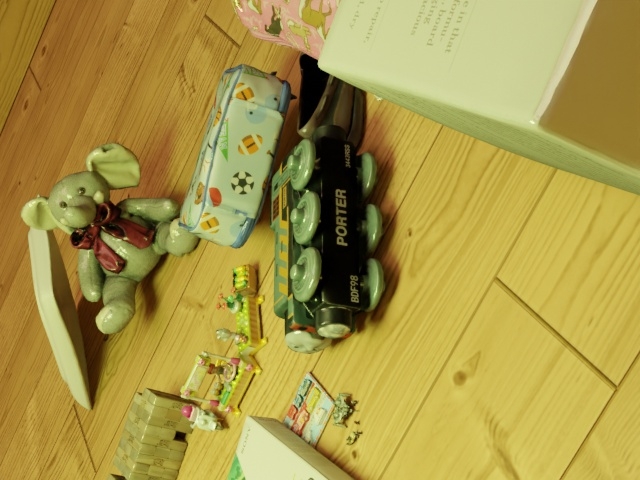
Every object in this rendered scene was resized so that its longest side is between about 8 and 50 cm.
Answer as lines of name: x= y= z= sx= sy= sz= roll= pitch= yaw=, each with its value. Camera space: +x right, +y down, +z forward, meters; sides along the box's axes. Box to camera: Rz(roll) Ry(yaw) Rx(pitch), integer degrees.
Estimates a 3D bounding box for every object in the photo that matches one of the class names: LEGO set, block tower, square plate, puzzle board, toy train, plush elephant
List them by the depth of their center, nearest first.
LEGO set: x=0.031 y=0.241 z=1.454 sx=0.054 sy=0.023 sz=0.083 roll=-63 pitch=32 yaw=14
toy train: x=0.000 y=0.000 z=1.537 sx=0.190 sy=0.142 sz=0.334 roll=133 pitch=141 yaw=-54
puzzle board: x=-0.026 y=0.269 z=1.545 sx=0.128 sy=0.011 sz=0.096 roll=-65 pitch=31 yaw=12
LEGO set: x=-0.165 y=0.170 z=1.723 sx=0.132 sy=0.107 sz=0.287 roll=5 pitch=78 yaw=58
block tower: x=-0.316 y=0.429 z=1.845 sx=0.091 sy=0.097 sz=0.335 roll=18 pitch=88 yaw=59
plush elephant: x=-0.428 y=-0.035 z=2.075 sx=0.272 sy=0.255 sz=0.330 roll=-47 pitch=28 yaw=7
square plate: x=-0.560 y=0.132 z=2.242 sx=0.347 sy=0.049 sz=0.344 roll=-115 pitch=14 yaw=-48

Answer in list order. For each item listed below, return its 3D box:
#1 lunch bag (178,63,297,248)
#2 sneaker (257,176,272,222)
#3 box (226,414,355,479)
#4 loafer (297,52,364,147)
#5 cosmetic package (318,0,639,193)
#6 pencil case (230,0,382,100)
lunch bag: x=-0.141 y=-0.144 z=1.731 sx=0.243 sy=0.115 sz=0.303 roll=-162 pitch=91 yaw=-76
sneaker: x=-0.122 y=-0.082 z=1.854 sx=0.119 sy=0.047 sz=0.057 roll=-70 pitch=20 yaw=1
box: x=-0.046 y=0.403 z=1.450 sx=0.322 sy=0.058 sz=0.232 roll=22 pitch=96 yaw=59
loafer: x=0.009 y=-0.274 z=1.688 sx=0.109 sy=0.095 sz=0.302 roll=-37 pitch=46 yaw=44
cosmetic package: x=0.267 y=-0.239 z=1.036 sx=0.393 sy=0.329 sz=0.327 roll=31 pitch=100 yaw=58
pencil case: x=0.031 y=-0.332 z=1.543 sx=0.386 sy=0.167 sz=0.160 roll=34 pitch=147 yaw=42
